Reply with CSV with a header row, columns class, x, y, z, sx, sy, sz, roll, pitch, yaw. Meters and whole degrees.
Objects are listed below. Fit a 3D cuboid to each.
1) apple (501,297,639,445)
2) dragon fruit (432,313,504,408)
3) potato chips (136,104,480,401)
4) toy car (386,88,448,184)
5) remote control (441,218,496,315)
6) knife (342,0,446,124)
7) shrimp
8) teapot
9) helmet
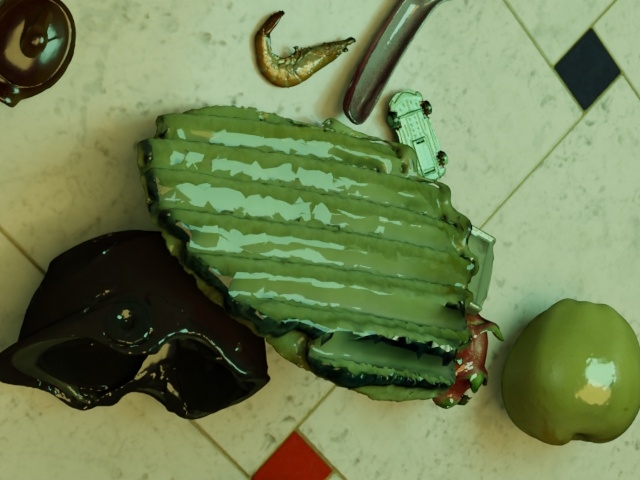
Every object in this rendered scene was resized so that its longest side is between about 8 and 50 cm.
class,x,y,z,sx,sy,sz,roll,pitch,yaw
apple,0.332,0.178,1.602,0.200,0.200,0.200,-4,98,-25
dragon fruit,0.136,0.094,1.530,0.137,0.135,0.236,-13,80,-33
potato chips,0.000,0.000,1.348,0.429,0.070,0.358,10,53,-32
toy car,0.117,-0.127,1.537,0.059,0.035,0.122,-22,97,-21
remote control,0.085,-0.013,1.477,0.285,0.038,0.123,27,53,-15
knife,0.109,-0.255,1.507,0.123,0.053,0.278,38,82,-31
shrimp,-0.018,-0.234,1.463,0.127,0.025,0.091,-21,104,-19
teapot,-0.310,-0.202,1.297,0.098,0.078,0.129,32,83,-25
helmet,-0.197,0.077,1.322,0.305,0.225,0.177,14,65,-24
